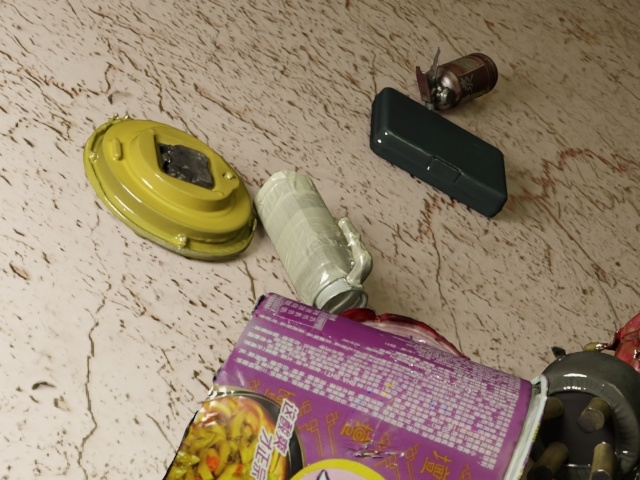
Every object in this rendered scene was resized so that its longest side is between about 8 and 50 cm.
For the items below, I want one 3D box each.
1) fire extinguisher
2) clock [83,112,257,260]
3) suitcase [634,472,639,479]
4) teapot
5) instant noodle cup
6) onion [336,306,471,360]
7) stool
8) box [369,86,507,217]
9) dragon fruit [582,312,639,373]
[{"bbox_3d":[0.207,-0.270,2.307,0.252,0.075,0.106,-26,106,-56],"label":"fire extinguisher"},{"bbox_3d":[-0.171,-0.075,1.691,0.237,0.057,0.237,26,32,-17],"label":"clock"},{"bbox_3d":[0.558,0.237,1.646,0.335,0.229,0.152,-21,69,-42],"label":"suitcase"},{"bbox_3d":[0.000,0.000,1.713,0.077,0.107,0.200,14,37,-44],"label":"teapot"},{"bbox_3d":[0.012,0.215,1.253,0.266,0.340,0.340,25,30,3],"label":"instant noodle cup"},{"bbox_3d":[0.051,0.176,1.510,0.283,0.120,0.227,27,34,-22],"label":"onion"},{"bbox_3d":[0.330,0.238,1.681,0.228,0.153,0.139,43,31,9],"label":"stool"},{"bbox_3d":[0.179,-0.136,2.139,0.230,0.050,0.160,29,31,-15],"label":"box"},{"bbox_3d":[0.495,0.184,1.899,0.211,0.282,0.147,52,36,-50],"label":"dragon fruit"}]
